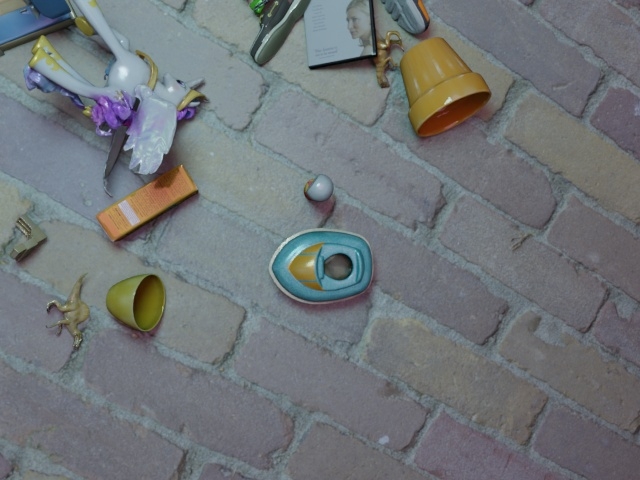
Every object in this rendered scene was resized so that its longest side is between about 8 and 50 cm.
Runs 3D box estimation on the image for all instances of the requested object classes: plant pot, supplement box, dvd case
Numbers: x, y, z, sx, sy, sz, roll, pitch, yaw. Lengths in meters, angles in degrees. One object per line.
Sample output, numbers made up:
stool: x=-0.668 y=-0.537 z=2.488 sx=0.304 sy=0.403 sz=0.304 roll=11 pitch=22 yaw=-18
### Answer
plant pot: x=0.296 y=-0.398 z=1.344 sx=0.205 sy=0.205 sz=0.188 roll=-22 pitch=80 yaw=-10
supplement box: x=-0.407 y=-0.089 z=1.258 sx=0.233 sy=0.078 sz=0.080 roll=-35 pitch=97 yaw=-8
plant pot: x=-0.441 y=0.141 z=1.240 sx=0.095 sy=0.134 sz=0.134 roll=3 pitch=90 yaw=15
dvd case: x=0.044 y=-0.572 z=1.326 sx=0.180 sy=0.022 sz=0.253 roll=-5 pitch=92 yaw=19

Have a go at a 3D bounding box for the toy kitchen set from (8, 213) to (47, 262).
toy kitchen set: x=-0.694 y=0.000 z=1.211 sx=0.068 sy=0.083 sz=0.075 roll=-36 pitch=99 yaw=33

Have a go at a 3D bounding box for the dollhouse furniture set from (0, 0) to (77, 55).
dollhouse furniture set: x=-0.673 y=-0.571 z=1.084 sx=0.198 sy=0.303 sz=0.286 roll=-27 pitch=96 yaw=-10

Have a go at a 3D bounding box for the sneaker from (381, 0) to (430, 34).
sneaker: x=0.223 y=-0.702 z=1.350 sx=0.180 sy=0.124 sz=0.321 roll=-35 pitch=97 yaw=-8

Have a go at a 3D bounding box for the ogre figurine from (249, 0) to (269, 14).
ogre figurine: x=-0.165 y=-0.668 z=1.293 sx=0.118 sy=0.097 sz=0.197 roll=-33 pitch=68 yaw=5

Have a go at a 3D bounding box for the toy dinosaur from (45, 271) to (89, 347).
toy dinosaur: x=-0.594 y=0.158 z=1.247 sx=0.092 sy=0.053 sz=0.183 roll=3 pitch=98 yaw=-27

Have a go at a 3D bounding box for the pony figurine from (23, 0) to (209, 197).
pony figurine: x=-0.430 y=-0.306 z=1.143 sx=0.363 sy=0.302 sz=0.351 roll=35 pitch=63 yaw=-39

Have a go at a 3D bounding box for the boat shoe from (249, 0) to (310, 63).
boat shoe: x=-0.110 y=-0.544 z=1.313 sx=0.068 sy=0.081 sz=0.228 roll=35 pitch=87 yaw=8

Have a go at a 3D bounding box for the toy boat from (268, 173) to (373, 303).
toy boat: x=0.000 y=0.000 z=1.303 sx=0.267 sy=0.148 sz=0.318 roll=-6 pitch=92 yaw=-11

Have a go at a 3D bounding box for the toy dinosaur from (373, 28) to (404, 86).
toy dinosaur: x=0.151 y=-0.504 z=1.359 sx=0.112 sy=0.064 sz=0.212 roll=-17 pitch=98 yaw=13
